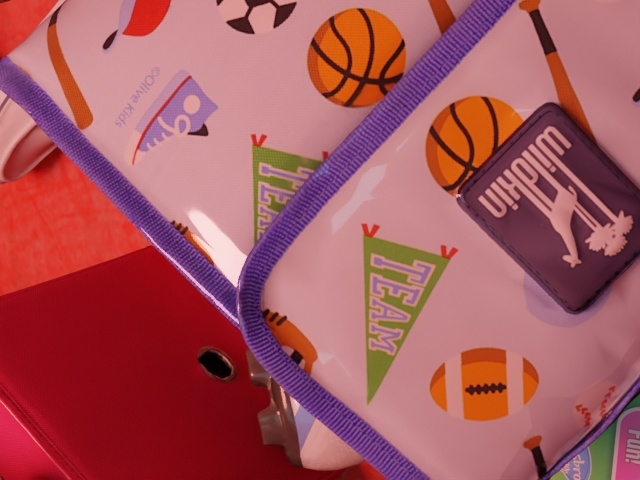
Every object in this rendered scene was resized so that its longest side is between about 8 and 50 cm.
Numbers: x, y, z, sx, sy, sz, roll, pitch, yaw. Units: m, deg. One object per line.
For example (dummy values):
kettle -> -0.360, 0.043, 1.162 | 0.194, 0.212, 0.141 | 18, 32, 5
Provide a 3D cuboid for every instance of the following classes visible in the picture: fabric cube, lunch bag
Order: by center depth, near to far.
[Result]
lunch bag -> 0.061, -0.072, 0.704 | 0.328, 0.239, 0.385 | -47, 68, 3
fabric cube -> -0.184, 0.192, 0.960 | 0.254, 0.258, 0.259 | 46, 117, 12

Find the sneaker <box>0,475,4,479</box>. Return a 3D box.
sneaker -> -0.356, 0.155, 0.839 | 0.384, 0.145, 0.147 | 24, 80, 24

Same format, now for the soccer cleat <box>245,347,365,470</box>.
soccer cleat -> 0.000, 0.000, 0.921 | 0.143, 0.116, 0.331 | -11, 85, -5

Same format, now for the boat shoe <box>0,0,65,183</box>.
boat shoe -> -0.192, -0.123, 0.986 | 0.084, 0.095, 0.258 | 50, 119, 14

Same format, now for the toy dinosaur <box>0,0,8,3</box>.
toy dinosaur -> -0.201, -0.212, 0.947 | 0.064, 0.211, 0.112 | 27, 92, -15

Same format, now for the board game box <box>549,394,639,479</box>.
board game box -> 0.300, 0.051, 0.770 | 0.316, 0.064, 0.242 | 0, 96, 25
